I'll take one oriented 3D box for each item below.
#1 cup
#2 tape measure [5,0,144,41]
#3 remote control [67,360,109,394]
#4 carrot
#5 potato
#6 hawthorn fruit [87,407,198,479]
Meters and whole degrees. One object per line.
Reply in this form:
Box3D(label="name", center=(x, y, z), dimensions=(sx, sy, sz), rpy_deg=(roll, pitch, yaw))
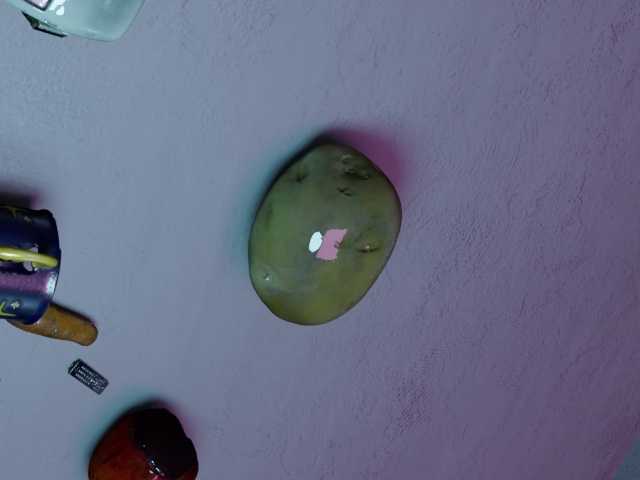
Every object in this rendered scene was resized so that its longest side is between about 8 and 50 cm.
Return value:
Box3D(label="cup", center=(-0.509, 0.002, 1.650), dimensions=(0.256, 0.178, 0.255), rpy_deg=(12, 144, -38))
Box3D(label="tape measure", center=(-0.363, -0.351, 1.455), dimensions=(0.125, 0.246, 0.243), rpy_deg=(-55, 155, 14))
Box3D(label="remote control", center=(-0.414, 0.243, 2.037), dimensions=(0.034, 0.016, 0.091), rpy_deg=(-53, 137, -12))
Box3D(label="carrot", center=(-0.446, 0.136, 1.905), dimensions=(0.186, 0.060, 0.060), rpy_deg=(27, 105, -44))
Box3D(label="potato", center=(0.000, 0.000, 1.985), dimensions=(0.243, 0.221, 0.326), rpy_deg=(6, 123, -48))
Box3D(label="hawthorn fruit", center=(-0.344, 0.428, 2.107), dimensions=(0.251, 0.189, 0.189), rpy_deg=(-42, 136, 6))
